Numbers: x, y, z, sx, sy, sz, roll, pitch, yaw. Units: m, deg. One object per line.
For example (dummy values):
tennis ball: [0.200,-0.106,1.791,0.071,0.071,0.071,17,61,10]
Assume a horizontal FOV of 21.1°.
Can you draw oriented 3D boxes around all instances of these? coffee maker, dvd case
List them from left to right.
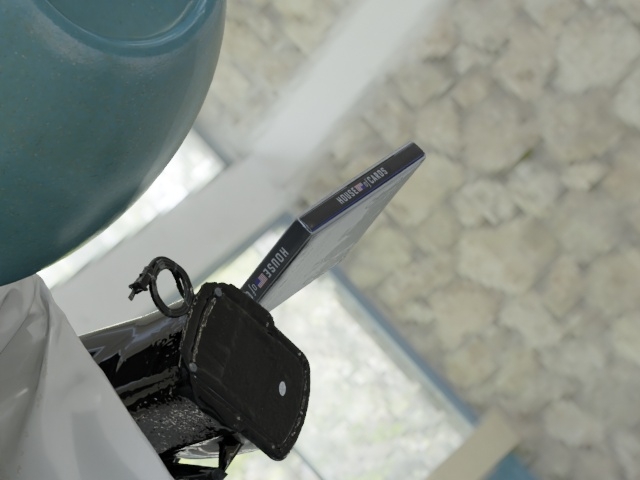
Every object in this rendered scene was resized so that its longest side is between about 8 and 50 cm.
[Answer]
coffee maker: [-0.122,0.097,1.237,0.178,0.171,0.120,-20,16,36]
dvd case: [0.000,0.000,1.744,0.238,0.029,0.179,-34,-14,-52]

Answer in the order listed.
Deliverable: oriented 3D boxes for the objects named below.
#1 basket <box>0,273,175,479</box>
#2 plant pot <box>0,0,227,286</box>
basket: [-0.230,0.238,1.008,0.266,0.331,0.328,-29,8,13]
plant pot: [-0.160,-0.132,0.892,0.195,0.290,0.290,-17,15,48]
